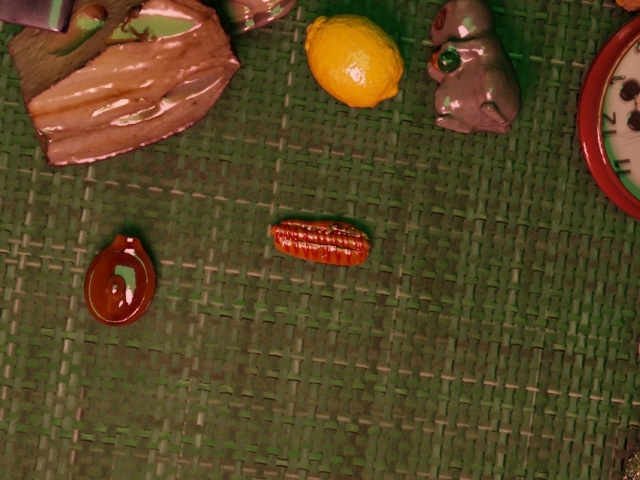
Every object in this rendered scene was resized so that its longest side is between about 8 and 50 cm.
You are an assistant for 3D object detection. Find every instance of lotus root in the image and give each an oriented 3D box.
[{"bbox_3d":[-0.269,-0.240,1.198,0.314,0.210,0.142,-20,49,6],"label":"lotus root"}]

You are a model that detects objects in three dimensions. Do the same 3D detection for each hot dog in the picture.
[{"bbox_3d":[0.000,0.000,1.258,0.144,0.038,0.062,10,91,-1],"label":"hot dog"}]

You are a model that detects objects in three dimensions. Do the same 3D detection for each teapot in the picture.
[{"bbox_3d":[-0.277,0.056,1.231,0.098,0.078,0.129,15,90,-2],"label":"teapot"}]

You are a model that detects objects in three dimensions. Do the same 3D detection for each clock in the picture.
[{"bbox_3d":[0.512,-0.175,1.246,0.318,0.080,0.319,-1,101,-6],"label":"clock"}]

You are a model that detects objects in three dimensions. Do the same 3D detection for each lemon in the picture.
[{"bbox_3d":[0.045,-0.249,1.221,0.155,0.114,0.114,42,89,2],"label":"lemon"}]

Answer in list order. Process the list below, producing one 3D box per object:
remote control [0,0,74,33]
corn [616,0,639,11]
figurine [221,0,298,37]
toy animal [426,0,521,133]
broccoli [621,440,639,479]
[{"bbox_3d":[-0.329,-0.457,1.125,0.107,0.044,0.378,14,95,10],"label":"remote control"},{"bbox_3d":[0.411,-0.478,1.225,0.119,0.119,0.322,-15,91,-1],"label":"corn"},{"bbox_3d":[-0.136,-0.465,1.169,0.203,0.248,0.381,-19,104,-5],"label":"figurine"},{"bbox_3d":[0.209,-0.275,1.237,0.125,0.127,0.251,-4,76,10],"label":"toy animal"},{"bbox_3d":[0.503,0.344,1.225,0.195,0.156,0.196,-8,106,-32],"label":"broccoli"}]
